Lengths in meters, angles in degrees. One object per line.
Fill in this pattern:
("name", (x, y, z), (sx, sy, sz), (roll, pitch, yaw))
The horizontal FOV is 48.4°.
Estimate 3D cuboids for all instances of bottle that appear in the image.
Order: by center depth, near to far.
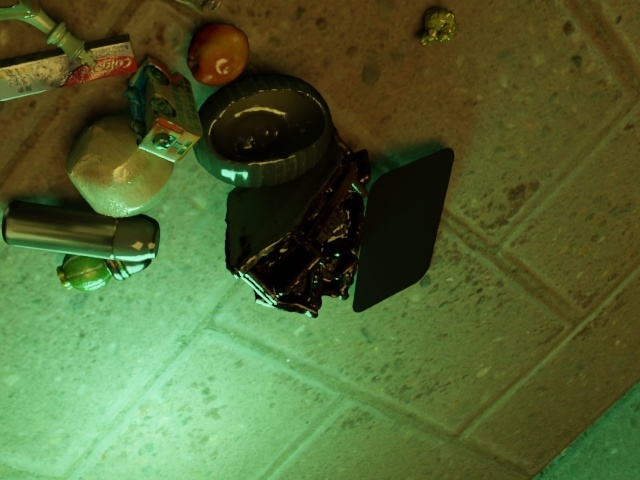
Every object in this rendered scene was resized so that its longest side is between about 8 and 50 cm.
("bottle", (-0.403, -0.019, 1.217), (0.253, 0.096, 0.079), (8, 142, -6))

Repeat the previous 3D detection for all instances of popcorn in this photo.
("popcorn", (0.213, -0.389, 1.306), (0.083, 0.068, 0.059), (-44, 170, 11))

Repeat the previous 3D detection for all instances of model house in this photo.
("model house", (0.000, 0.000, 1.339), (0.297, 0.317, 0.283), (-25, 128, 9))

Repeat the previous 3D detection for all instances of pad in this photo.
("pad", (0.183, -0.040, 1.553), (0.314, 0.063, 0.376), (-22, 137, -31))

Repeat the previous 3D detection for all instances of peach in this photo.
("peach", (-0.165, -0.303, 1.162), (0.100, 0.101, 0.101), (-13, 127, -17))

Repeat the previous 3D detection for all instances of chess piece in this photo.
("chess piece", (-0.393, -0.307, 1.046), (0.059, 0.059, 0.149), (-45, 112, 9))

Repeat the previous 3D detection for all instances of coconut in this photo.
("coconut", (-0.333, -0.127, 1.165), (0.161, 0.161, 0.162), (-30, 128, -3))

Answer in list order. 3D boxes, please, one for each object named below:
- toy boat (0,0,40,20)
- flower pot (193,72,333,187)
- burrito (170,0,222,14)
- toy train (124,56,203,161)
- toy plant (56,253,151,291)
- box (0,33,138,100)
("toy boat", (-0.484, -0.356, 0.955), (0.188, 0.061, 0.116), (-3, 101, -4))
("flower pot", (-0.099, -0.186, 1.217), (0.243, 0.157, 0.189), (-12, 93, -9))
("burrito", (-0.273, -0.424, 1.042), (0.309, 0.066, 0.096), (14, 119, -29))
("toy train", (-0.250, -0.204, 1.132), (0.072, 0.188, 0.099), (-40, 138, 24))
("toy plant", (-0.395, 0.038, 1.294), (0.162, 0.093, 0.093), (-23, 130, -10))
("box", (-0.398, -0.269, 1.108), (0.218, 0.039, 0.055), (-16, 127, -15))
